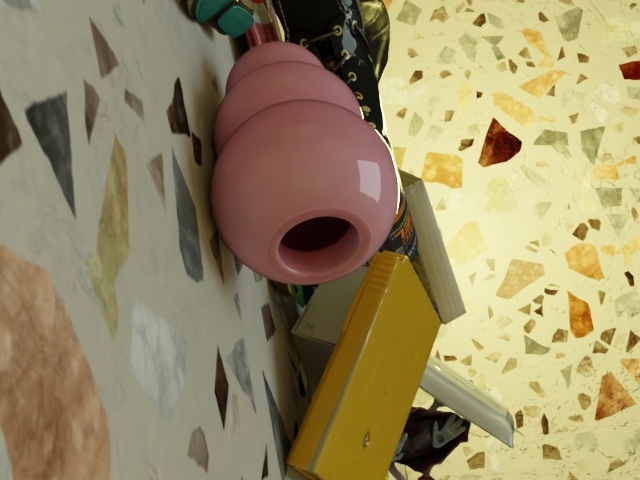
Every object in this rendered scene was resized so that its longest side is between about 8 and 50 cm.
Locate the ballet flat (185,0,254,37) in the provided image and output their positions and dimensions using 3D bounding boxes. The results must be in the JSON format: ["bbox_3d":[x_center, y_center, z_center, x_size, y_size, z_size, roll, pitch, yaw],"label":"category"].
[{"bbox_3d":[-0.132,-0.296,1.051,0.067,0.073,0.206,53,2,4],"label":"ballet flat"}]

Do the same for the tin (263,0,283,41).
[{"bbox_3d":[-0.088,-0.349,1.564,0.106,0.040,0.189,-98,174,-56],"label":"tin"}]

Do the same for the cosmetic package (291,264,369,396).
[{"bbox_3d":[0.064,0.194,1.401,0.160,0.113,0.309,-58,150,-32],"label":"cosmetic package"}]

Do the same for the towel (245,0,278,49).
[{"bbox_3d":[-0.085,-0.306,1.369,0.237,0.037,0.329,-83,157,-76],"label":"towel"}]

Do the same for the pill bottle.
[{"bbox_3d":[0.081,-0.023,1.387,0.245,0.130,0.130,66,14,-49],"label":"pill bottle"}]

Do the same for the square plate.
[{"bbox_3d":[0.286,0.320,1.924,0.049,0.344,0.347,-58,166,2],"label":"square plate"}]

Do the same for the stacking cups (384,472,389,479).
[{"bbox_3d":[0.083,0.384,1.602,0.316,0.096,0.096,-71,150,-76],"label":"stacking cups"}]

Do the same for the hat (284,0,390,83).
[{"bbox_3d":[0.004,-0.381,1.795,0.134,0.331,0.331,42,-12,26],"label":"hat"}]

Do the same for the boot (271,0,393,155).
[{"bbox_3d":[0.021,-0.260,1.422,0.377,0.138,0.284,65,15,-47],"label":"boot"}]

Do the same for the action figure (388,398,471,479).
[{"bbox_3d":[0.173,0.421,1.927,0.275,0.248,0.370,-66,-166,-10],"label":"action figure"}]

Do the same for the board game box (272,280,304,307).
[{"bbox_3d":[-0.062,-0.034,1.291,0.124,0.039,0.259,60,18,-71],"label":"board game box"}]

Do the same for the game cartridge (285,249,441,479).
[{"bbox_3d":[0.074,0.204,1.251,0.323,0.053,0.285,-67,153,-20],"label":"game cartridge"}]

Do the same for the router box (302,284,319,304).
[{"bbox_3d":[0.000,0.000,1.564,0.309,0.081,0.242,65,16,-65],"label":"router box"}]

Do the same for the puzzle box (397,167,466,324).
[{"bbox_3d":[0.117,-0.027,1.657,0.409,0.052,0.272,34,-31,64],"label":"puzzle box"}]

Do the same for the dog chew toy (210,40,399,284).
[{"bbox_3d":[-0.033,-0.108,1.010,0.206,0.207,0.331,73,1,-47],"label":"dog chew toy"}]
